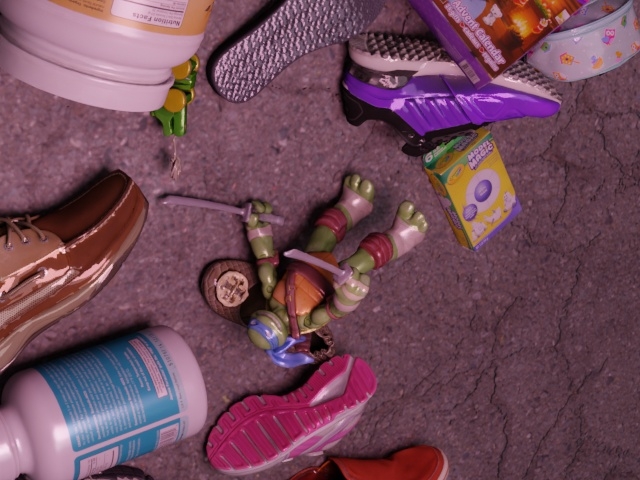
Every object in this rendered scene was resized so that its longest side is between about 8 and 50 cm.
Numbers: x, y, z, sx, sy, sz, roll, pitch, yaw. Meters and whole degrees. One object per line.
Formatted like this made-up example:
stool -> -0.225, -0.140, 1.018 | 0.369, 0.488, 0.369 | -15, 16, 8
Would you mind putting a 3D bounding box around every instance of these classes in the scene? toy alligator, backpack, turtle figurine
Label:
toy alligator -> -0.180, -0.166, 1.505 | 0.051, 0.056, 0.190 | 13, 107, 5
backpack -> 0.338, -0.293, 1.730 | 0.166, 0.188, 0.144 | -28, 123, -22
turtle figurine -> 0.000, 0.000, 1.595 | 0.266, 0.198, 0.275 | -40, 114, -34

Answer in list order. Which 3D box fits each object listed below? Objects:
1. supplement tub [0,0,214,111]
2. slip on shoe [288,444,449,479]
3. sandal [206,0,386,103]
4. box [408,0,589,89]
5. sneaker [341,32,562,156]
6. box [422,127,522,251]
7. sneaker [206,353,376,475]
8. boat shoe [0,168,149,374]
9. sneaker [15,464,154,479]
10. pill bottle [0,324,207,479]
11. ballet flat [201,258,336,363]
supplement tub -> -0.206, -0.312, 1.294 | 0.228, 0.228, 0.316 | 6, 114, -37
slip on shoe -> 0.047, 0.362, 1.849 | 0.331, 0.123, 0.101 | -15, 113, -25
sandal -> -0.035, -0.267, 1.570 | 0.254, 0.054, 0.097 | -32, 118, -9
box -> 0.186, -0.365, 1.584 | 0.201, 0.057, 0.293 | -40, 95, -17
sneaker -> 0.166, -0.178, 1.678 | 0.293, 0.102, 0.146 | 9, 116, -8
box -> 0.218, -0.084, 1.828 | 0.105, 0.043, 0.179 | -41, 126, -15
sneaker -> -0.035, 0.260, 1.751 | 0.252, 0.103, 0.111 | -23, 147, -10
boat shoe -> -0.336, 0.034, 1.430 | 0.324, 0.122, 0.120 | -45, 125, -13
sneaker -> -0.318, 0.344, 1.588 | 0.275, 0.107, 0.110 | 18, 107, -39
pill bottle -> -0.280, 0.205, 1.524 | 0.264, 0.146, 0.146 | -17, 118, -29
ballet flat -> -0.060, 0.101, 1.694 | 0.250, 0.058, 0.084 | 40, 83, -39
